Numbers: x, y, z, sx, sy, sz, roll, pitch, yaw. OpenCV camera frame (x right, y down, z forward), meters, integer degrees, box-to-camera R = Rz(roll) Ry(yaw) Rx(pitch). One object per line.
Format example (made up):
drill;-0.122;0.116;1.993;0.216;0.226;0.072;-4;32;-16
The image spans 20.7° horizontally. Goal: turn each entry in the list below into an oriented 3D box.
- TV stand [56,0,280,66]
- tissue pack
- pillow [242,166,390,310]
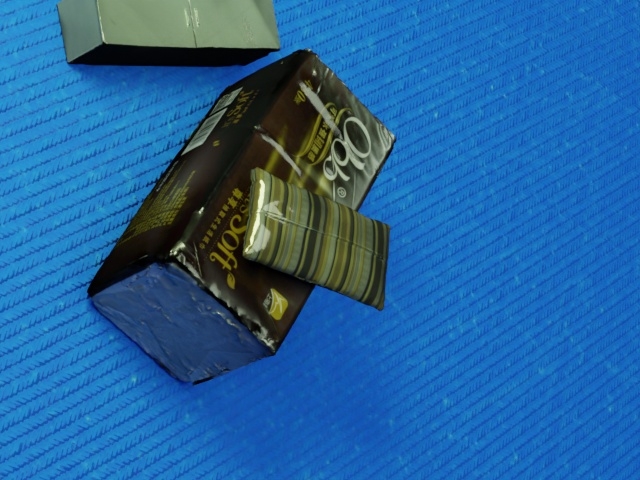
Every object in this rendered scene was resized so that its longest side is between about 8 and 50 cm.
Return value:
TV stand;-0.181;-0.262;2.155;0.269;0.088;0.083;-5;80;-40
tissue pack;-0.091;-0.035;2.088;0.198;0.210;0.370;41;55;-16
pillow;0.000;0.000;1.988;0.203;0.038;0.113;21;63;-33
